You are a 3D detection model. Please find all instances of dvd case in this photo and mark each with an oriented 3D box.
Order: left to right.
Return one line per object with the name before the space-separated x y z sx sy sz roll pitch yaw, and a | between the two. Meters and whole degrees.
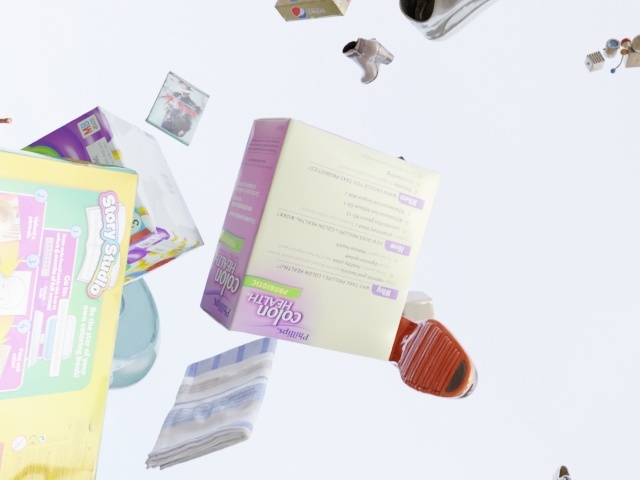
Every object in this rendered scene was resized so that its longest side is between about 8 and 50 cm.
dvd case | -0.253 -0.236 1.254 0.013 0.087 0.119 -30 -143 49

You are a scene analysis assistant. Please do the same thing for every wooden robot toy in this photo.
wooden robot toy | 0.608 -0.379 1.363 0.079 0.174 0.076 71 17 -63

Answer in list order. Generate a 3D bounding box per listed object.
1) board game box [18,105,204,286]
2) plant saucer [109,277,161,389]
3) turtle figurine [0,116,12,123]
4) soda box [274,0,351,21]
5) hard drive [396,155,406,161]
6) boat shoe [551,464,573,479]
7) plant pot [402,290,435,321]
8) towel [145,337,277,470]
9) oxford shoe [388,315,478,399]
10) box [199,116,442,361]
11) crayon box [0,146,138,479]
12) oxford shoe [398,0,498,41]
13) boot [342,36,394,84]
board game box | -0.292 -0.001 0.742 0.275 0.142 0.144 -28 -99 7
plant saucer | -0.380 0.100 1.186 0.044 0.318 0.317 -34 -107 19
turtle figurine | -0.633 -0.281 1.145 0.270 0.217 0.087 38 -75 28
soda box | -0.018 -0.568 1.671 0.181 0.058 0.061 8 -113 38
hard drive | 0.158 -0.104 1.926 0.172 0.255 0.054 57 -11 8
boat shoe | 0.425 0.427 1.223 0.035 0.100 0.035 20 -71 10
plant pot | 0.257 0.195 1.932 0.109 0.096 0.108 -136 -146 -71
towel | -0.188 0.282 1.265 0.209 0.285 0.034 -22 -68 18
oxford shoe | 0.160 0.166 0.984 0.096 0.098 0.271 -58 -163 -2
box | 0.000 0.000 0.848 0.117 0.214 0.242 17 -88 63
crayon box | -0.252 0.066 0.559 0.081 0.165 0.278 10 -88 37
oxford shoe | 0.305 -0.542 1.333 0.449 0.130 0.169 -35 -129 51
boot | 0.079 -0.344 1.330 0.118 0.087 0.042 -32 -134 54
